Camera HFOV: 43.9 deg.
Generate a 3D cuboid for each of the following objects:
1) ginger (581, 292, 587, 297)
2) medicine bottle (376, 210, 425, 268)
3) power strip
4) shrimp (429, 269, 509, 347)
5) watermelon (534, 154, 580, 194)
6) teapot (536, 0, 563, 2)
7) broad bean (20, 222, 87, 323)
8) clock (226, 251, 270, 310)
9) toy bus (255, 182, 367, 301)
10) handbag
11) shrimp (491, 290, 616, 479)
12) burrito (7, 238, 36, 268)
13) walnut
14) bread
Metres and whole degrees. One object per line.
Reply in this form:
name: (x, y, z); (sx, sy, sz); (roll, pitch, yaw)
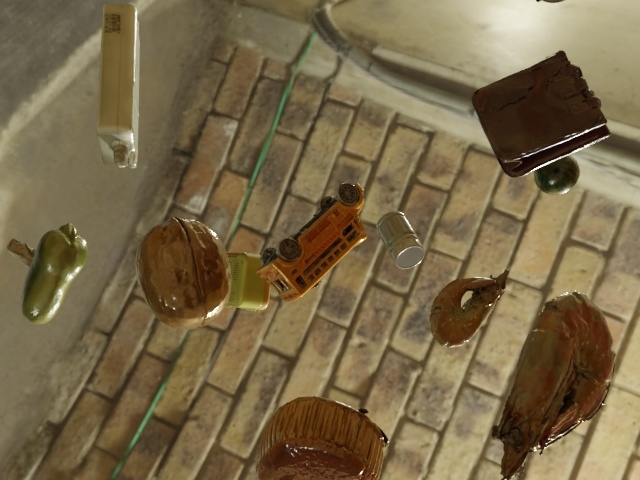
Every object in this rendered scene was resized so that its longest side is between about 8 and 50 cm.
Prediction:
ginger: (0.525, 0.157, 1.630); (0.097, 0.048, 0.030); (-64, 164, 21)
medicine bottle: (0.139, -0.002, 1.389); (0.058, 0.091, 0.058); (-13, 136, -13)
power strip: (-0.328, -0.251, 1.296); (0.098, 0.058, 0.338); (103, -17, -57)
shrimp: (0.364, 0.148, 1.928); (0.267, 0.145, 0.061); (-35, -169, -17)
watermelon: (0.535, -0.159, 1.815); (0.062, 0.105, 0.106); (27, 85, -58)
teapot: (0.345, -0.384, 1.128); (0.121, 0.076, 0.068); (-46, -172, 6)
broad bean: (-0.458, 0.052, 1.349); (0.174, 0.082, 0.124); (-54, -152, 14)
clock: (-0.211, 0.102, 2.030); (0.096, 0.202, 0.144); (13, 83, -35)
toy bus: (0.000, 0.000, 0.978); (0.162, 0.074, 0.069); (-43, -174, -25)
handbag: (0.410, -0.236, 1.488); (0.074, 0.216, 0.203); (54, 16, -51)
shrimp: (0.307, 0.196, 1.041); (0.294, 0.154, 0.062); (-50, -166, -25)
burrito: (-0.697, 0.040, 1.907); (0.041, 0.149, 0.055); (-41, 145, -36)
walnut: (-0.245, 0.059, 1.432); (0.167, 0.167, 0.207); (-25, 106, -65)
bread: (-0.002, 0.326, 1.183); (0.104, 0.199, 0.199); (-70, 169, -47)
